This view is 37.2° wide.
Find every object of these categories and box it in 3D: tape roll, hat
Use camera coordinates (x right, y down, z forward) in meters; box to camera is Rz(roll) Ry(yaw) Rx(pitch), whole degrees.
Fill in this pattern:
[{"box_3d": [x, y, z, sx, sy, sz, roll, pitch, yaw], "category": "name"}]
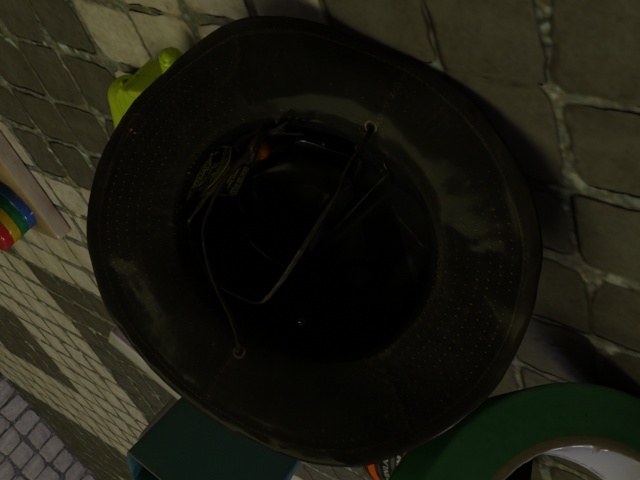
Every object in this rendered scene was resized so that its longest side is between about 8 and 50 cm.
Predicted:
[{"box_3d": [0.190, 0.273, 0.723, 0.321, 0.321, 0.077, 42, 154, -3], "category": "tape roll"}, {"box_3d": [0.000, 0.000, 0.721, 0.331, 0.331, 0.134, 36, -168, 10], "category": "hat"}]

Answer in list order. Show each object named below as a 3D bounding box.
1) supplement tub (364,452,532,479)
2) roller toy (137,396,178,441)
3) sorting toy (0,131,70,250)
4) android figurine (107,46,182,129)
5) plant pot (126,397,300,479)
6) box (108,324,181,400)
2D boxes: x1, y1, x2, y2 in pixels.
[{"box_3d": [0.114, 0.221, 0.998, 0.198, 0.106, 0.106, 12, 143, 45], "category": "supplement tub"}, {"box_3d": [-0.211, 0.363, 1.631, 0.191, 0.146, 0.209, 45, 155, -7], "category": "roller toy"}, {"box_3d": [-0.528, -0.101, 1.386, 0.255, 0.089, 0.257, 18, 146, 39], "category": "sorting toy"}, {"box_3d": [-0.103, -0.069, 0.889, 0.248, 0.056, 0.273, 32, 154, 19], "category": "android figurine"}, {"box_3d": [-0.092, 0.234, 1.154, 0.165, 0.234, 0.166, 36, 155, 9], "category": "plant pot"}, {"box_3d": [-0.187, 0.230, 1.480, 0.324, 0.063, 0.067, 39, 153, 3], "category": "box"}]
